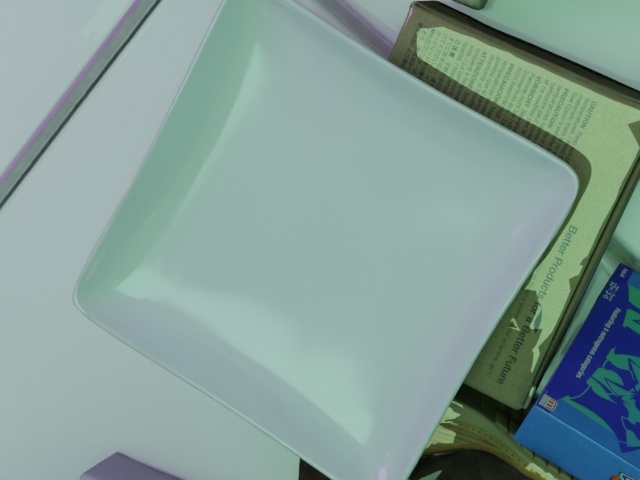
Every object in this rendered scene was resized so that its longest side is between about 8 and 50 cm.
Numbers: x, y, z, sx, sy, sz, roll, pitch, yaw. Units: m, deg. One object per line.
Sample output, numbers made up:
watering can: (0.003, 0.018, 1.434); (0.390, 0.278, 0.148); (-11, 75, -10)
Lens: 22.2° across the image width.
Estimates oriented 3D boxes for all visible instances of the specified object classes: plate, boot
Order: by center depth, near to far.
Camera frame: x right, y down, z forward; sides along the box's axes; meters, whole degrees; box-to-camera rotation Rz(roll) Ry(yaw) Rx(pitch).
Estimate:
plate: (0.000, 0.000, 1.136); (0.278, 0.045, 0.277); (32, 106, 11)
boot: (0.096, 0.207, 1.226); (0.248, 0.090, 0.207); (26, 116, 9)

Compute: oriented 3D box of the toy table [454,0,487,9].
toy table: (0.129, -0.278, 1.088); (0.274, 0.161, 0.252); (34, 105, 7)

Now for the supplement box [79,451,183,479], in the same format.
supplement box: (-0.151, 0.306, 1.298); (0.130, 0.073, 0.239); (20, 102, 13)

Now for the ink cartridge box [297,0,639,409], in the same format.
ink cartridge box: (0.113, -0.028, 1.167); (0.193, 0.088, 0.234); (26, 104, 10)

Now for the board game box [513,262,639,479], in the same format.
board game box: (0.260, 0.128, 1.117); (0.210, 0.160, 0.047); (31, 139, 8)
